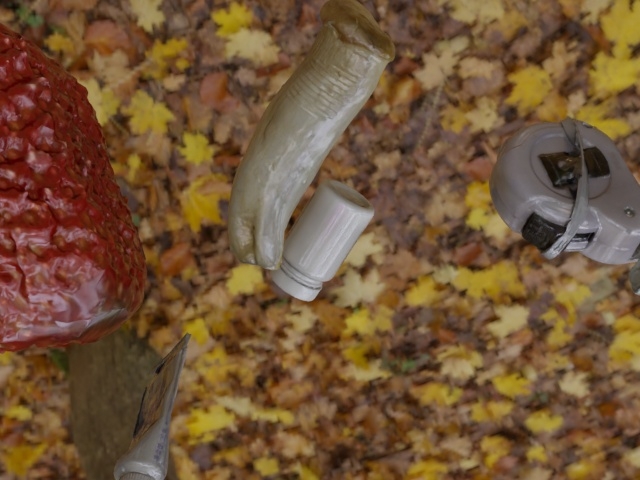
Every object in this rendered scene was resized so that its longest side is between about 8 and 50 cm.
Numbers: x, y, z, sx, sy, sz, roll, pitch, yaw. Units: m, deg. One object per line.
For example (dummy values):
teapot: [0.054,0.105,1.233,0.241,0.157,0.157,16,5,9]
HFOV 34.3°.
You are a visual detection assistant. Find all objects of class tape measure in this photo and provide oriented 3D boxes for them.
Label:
tape measure: [0.332,-0.072,1.418,0.197,0.236,0.120,-8,146,-17]

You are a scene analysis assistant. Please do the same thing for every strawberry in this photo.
strawberry: [-0.281,-0.043,0.880,0.312,0.351,0.267,-4,127,-56]

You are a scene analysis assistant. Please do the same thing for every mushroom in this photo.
mushroom: [-0.024,-0.125,1.267,0.095,0.122,0.351,1,121,-51]

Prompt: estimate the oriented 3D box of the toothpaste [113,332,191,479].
toothpaste: [-0.230,0.257,1.402,0.099,0.282,0.068,-17,127,21]

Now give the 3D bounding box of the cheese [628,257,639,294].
cheese: [0.443,-0.023,1.252,0.049,0.127,0.235,14,134,-16]

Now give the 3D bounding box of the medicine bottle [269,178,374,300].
medicine bottle: [0.000,0.000,1.697,0.102,0.103,0.187,19,112,-35]
